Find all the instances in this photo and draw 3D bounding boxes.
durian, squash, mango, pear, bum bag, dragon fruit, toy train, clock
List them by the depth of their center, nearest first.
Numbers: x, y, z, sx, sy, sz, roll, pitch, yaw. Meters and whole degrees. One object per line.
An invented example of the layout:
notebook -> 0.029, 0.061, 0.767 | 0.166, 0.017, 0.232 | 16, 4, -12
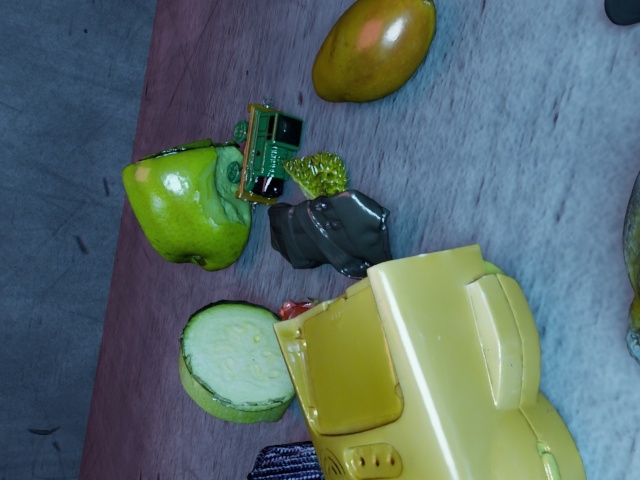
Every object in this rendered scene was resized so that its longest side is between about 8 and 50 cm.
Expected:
clock -> 0.103, 0.188, 0.512 | 0.244, 0.200, 0.317 | -37, 60, 53
mango -> 0.060, -0.257, 0.739 | 0.253, 0.113, 0.139 | -16, 69, 59
bum bag -> 0.000, 0.000, 0.774 | 0.142, 0.079, 0.326 | 55, 157, -15
dragon fruit -> -0.020, 0.146, 0.815 | 0.081, 0.086, 0.116 | -24, 64, 11
squash -> -0.138, 0.209, 0.861 | 0.133, 0.220, 0.220 | -59, 38, 27
durian -> -0.001, -0.091, 0.865 | 0.215, 0.086, 0.100 | -131, 22, -55
toy train -> -0.102, -0.165, 1.013 | 0.136, 0.091, 0.228 | 7, 89, 49
pear -> -0.238, -0.066, 1.088 | 0.159, 0.292, 0.293 | -7, 74, 25

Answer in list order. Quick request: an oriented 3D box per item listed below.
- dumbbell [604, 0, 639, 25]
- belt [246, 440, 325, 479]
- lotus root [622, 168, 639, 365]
dumbbell -> 0.272, -0.188, 0.415 | 0.069, 0.069, 0.147 | -54, 41, 38
belt -> -0.007, 0.394, 0.603 | 0.260, 0.122, 0.325 | -72, -28, -86
lotus root -> 0.274, -0.036, 0.311 | 0.322, 0.139, 0.158 | -66, 35, 29
